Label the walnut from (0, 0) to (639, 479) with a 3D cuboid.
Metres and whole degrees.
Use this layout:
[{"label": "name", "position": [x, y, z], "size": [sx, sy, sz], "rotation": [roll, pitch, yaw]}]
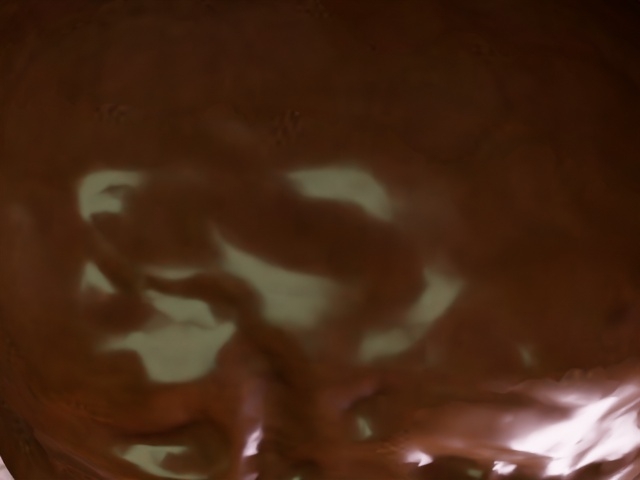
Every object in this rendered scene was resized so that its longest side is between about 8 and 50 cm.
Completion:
[{"label": "walnut", "position": [0.000, 0.000, 0.728], "size": [0.397, 0.308, 0.354], "rotation": [15, 154, -3]}]
